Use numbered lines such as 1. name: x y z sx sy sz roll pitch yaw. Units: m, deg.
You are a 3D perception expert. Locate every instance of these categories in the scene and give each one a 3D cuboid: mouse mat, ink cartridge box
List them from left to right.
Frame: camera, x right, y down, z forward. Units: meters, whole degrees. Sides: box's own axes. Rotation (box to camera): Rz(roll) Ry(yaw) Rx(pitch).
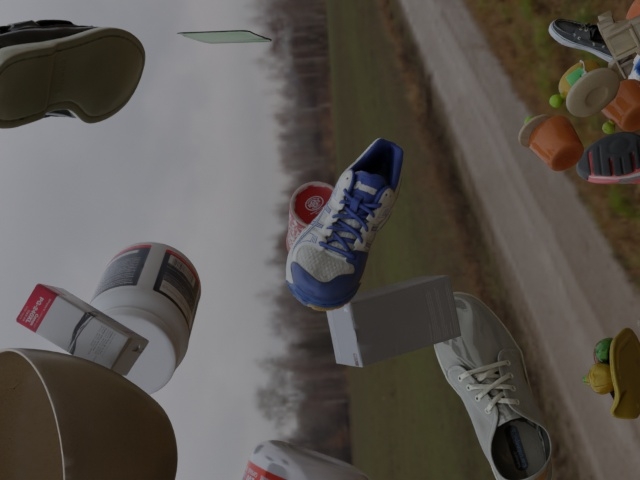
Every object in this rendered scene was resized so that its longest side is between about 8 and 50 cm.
1. ink cartridge box: -0.323 0.124 1.367 0.063 0.150 0.109 -59 -7 -5
2. mouse mat: -0.197 -0.422 2.069 0.189 0.152 0.007 -16 -74 -76

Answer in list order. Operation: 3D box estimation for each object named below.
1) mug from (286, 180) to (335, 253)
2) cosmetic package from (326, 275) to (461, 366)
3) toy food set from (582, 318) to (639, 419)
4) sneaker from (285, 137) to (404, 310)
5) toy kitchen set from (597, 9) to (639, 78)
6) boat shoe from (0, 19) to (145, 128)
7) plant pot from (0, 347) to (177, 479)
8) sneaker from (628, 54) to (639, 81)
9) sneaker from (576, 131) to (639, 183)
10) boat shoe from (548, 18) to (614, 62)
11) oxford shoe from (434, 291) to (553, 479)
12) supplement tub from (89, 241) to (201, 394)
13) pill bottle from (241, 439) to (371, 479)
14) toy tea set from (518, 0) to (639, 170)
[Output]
1. mug: 0.000 -0.044 1.778 0.169 0.113 0.150 88 -154 -68
2. cosmetic package: 0.138 0.149 1.885 0.107 0.238 0.127 -4 96 63
3. toy food set: 0.465 0.207 1.575 0.218 0.071 0.128 -17 -88 -58
4. sneaker: 0.037 -0.034 1.391 0.131 0.112 0.296 109 -175 -45
5. toy kitchen set: 0.371 -0.236 1.156 0.068 0.075 0.083 56 -157 -20
6. boat shoe: -0.328 -0.204 1.179 0.340 0.113 0.127 -39 -30 -63
7. plant pot: -0.289 0.269 1.218 0.284 0.191 0.284 -2 87 49
8. sneaker: 0.779 -0.383 2.024 0.236 0.323 0.130 13 -131 -59
9. sneaker: 0.686 -0.147 2.039 0.136 0.314 0.116 53 -141 -43
10. boat shoe: 0.443 -0.334 1.631 0.049 0.142 0.040 -52 -21 -27
11. oxford shoe: 0.354 0.304 2.031 0.130 0.169 0.449 58 -168 -71
12. supplement tub: -0.324 0.138 1.803 0.272 0.191 0.191 -87 -6 -64
13. pill bottle: -0.055 0.454 1.386 0.181 0.181 0.323 84 -156 -83
14. toy tea set: 0.442 -0.253 1.515 0.200 0.336 0.124 54 -172 -51
